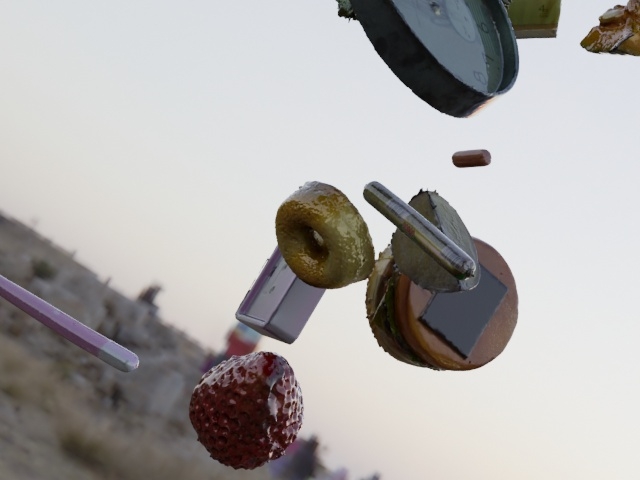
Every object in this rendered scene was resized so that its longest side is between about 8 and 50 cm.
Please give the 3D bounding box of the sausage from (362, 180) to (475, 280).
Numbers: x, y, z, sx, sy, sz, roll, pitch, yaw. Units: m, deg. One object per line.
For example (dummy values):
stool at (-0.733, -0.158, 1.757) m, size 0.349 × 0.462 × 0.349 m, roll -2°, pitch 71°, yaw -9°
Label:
sausage at (0.118, -0.016, 1.724) m, size 0.033 × 0.033 × 0.269 m, roll 40°, pitch 3°, yaw -38°

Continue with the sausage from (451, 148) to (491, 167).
sausage at (0.278, -0.151, 2.587) m, size 0.083 × 0.034 × 0.034 m, roll -3°, pitch -33°, yaw 46°

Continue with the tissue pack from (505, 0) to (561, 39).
tissue pack at (0.339, -0.467, 2.710) m, size 0.234 × 0.125 × 0.159 m, roll -1°, pitch 32°, yaw -2°

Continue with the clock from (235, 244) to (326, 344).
clock at (-0.047, 0.068, 2.323) m, size 0.063 × 0.197 × 0.150 m, roll 35°, pitch -11°, yaw -22°

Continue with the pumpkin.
pumpkin at (0.504, -0.373, 1.964) m, size 0.139 × 0.280 × 0.190 m, roll -129°, pitch -153°, yaw -69°

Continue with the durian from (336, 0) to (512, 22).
durian at (0.196, -0.435, 2.208) m, size 0.198 × 0.394 × 0.163 m, roll 61°, pitch -16°, yaw 10°

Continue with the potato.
potato at (0.169, 0.024, 1.945) m, size 0.089 × 0.100 × 0.172 m, roll 15°, pitch 44°, yaw -43°

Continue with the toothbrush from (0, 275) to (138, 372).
toothbrush at (-0.265, 0.045, 1.198) m, size 0.286 × 0.020 × 0.025 m, roll 28°, pitch -57°, yaw 25°

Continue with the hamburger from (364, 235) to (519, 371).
hamburger at (0.222, 0.118, 2.659) m, size 0.291 × 0.291 × 0.225 m, roll 36°, pitch -17°, yaw -25°

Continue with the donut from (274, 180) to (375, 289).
donut at (-0.001, -0.001, 2.124) m, size 0.190 × 0.074 × 0.174 m, roll 27°, pitch -48°, yaw 49°

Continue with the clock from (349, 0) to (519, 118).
clock at (0.107, -0.217, 1.312) m, size 0.042 × 0.215 × 0.215 m, roll -31°, pitch -55°, yaw 35°

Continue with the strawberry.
strawberry at (-0.110, 0.269, 2.337) m, size 0.205 × 0.205 × 0.244 m, roll 31°, pitch -36°, yaw 0°
